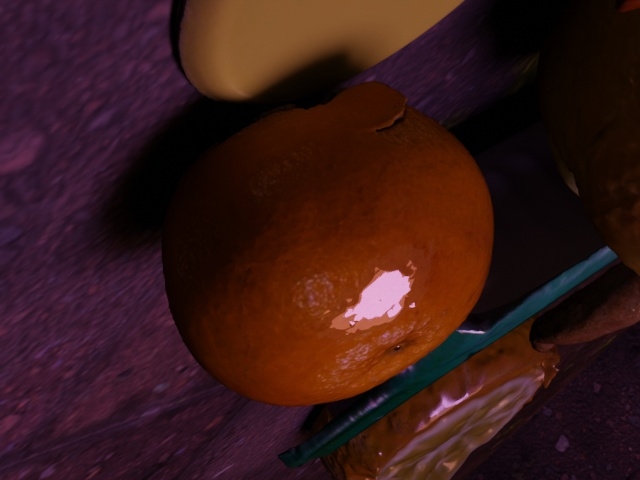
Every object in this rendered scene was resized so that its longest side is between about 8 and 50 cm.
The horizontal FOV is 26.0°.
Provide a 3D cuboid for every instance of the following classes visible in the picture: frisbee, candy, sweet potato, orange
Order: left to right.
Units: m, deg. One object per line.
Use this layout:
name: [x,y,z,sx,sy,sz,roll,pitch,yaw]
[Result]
orange: [0.000,0.000,0.626,0.155,0.134,0.154,-28,152,-16]
frisbee: [0.041,-0.135,0.553,0.236,0.017,0.236,-37,164,-12]
candy: [0.110,0.150,1.315,0.260,0.118,0.260,-35,161,-14]
sweet potato: [0.178,0.045,0.896,0.041,0.038,0.153,0,155,-33]

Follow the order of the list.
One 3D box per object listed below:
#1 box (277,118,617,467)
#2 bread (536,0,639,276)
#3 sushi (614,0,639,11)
box: [0.115,0.005,0.911,0.337,0.106,0.264,-30,171,-35]
bread: [0.254,-0.130,0.666,0.208,0.251,0.376,5,141,-29]
sushi: [0.188,-0.151,0.369,0.182,0.343,0.196,-13,111,-64]
